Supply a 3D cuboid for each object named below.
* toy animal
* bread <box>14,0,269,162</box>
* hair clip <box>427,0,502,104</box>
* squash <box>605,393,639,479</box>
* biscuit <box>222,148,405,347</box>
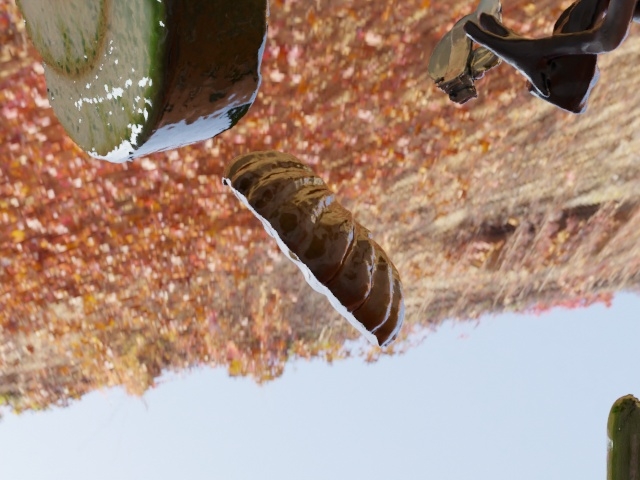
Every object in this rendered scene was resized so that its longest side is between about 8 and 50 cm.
[{"bbox_3d":[0.198,-0.236,0.672,0.195,0.324,0.090,12,-162,27],"label":"toy animal"},{"bbox_3d":[-0.191,-0.261,1.029,0.129,0.382,0.366,-17,-134,-34],"label":"bread"},{"bbox_3d":[0.186,-0.248,1.380,0.116,0.049,0.172,-22,-141,33],"label":"hair clip"},{"bbox_3d":[0.338,0.260,1.157,0.052,0.052,0.184,1,-97,-4],"label":"squash"},{"bbox_3d":[0.000,0.000,1.397,0.107,0.326,0.326,-42,-108,0],"label":"biscuit"}]
